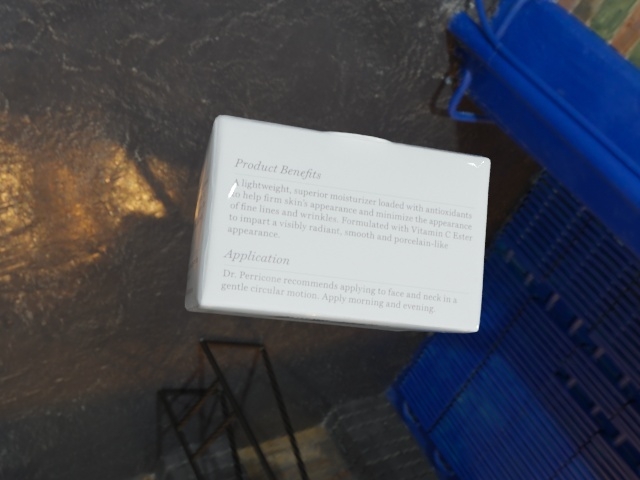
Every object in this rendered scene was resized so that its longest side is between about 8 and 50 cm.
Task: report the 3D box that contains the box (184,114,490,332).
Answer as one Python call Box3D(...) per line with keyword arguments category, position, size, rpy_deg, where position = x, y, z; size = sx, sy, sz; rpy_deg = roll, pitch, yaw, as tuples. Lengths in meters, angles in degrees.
Box3D(category="box", position=(0.000, 0.000, 0.533), size=(0.181, 0.119, 0.182), rpy_deg=(7, 172, -12))
